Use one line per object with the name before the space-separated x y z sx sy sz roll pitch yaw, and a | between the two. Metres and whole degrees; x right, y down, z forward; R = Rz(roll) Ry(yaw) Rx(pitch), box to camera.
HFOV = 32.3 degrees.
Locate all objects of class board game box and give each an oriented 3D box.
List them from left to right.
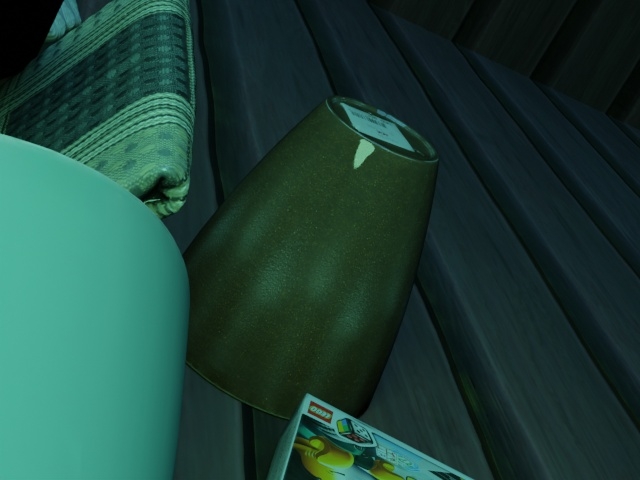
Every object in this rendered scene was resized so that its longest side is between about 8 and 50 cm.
board game box | 0.100 0.238 0.776 0.305 0.053 0.193 27 21 -3

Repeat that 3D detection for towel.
towel | -0.205 -0.015 0.664 0.056 0.324 0.312 52 13 -29

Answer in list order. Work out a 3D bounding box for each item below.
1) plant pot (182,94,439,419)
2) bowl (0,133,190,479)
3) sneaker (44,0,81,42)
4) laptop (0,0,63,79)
plant pot | 0.000 0.000 0.951 0.215 0.230 0.215 24 21 -10
bowl | -0.185 0.114 0.438 0.311 0.311 0.163 10 47 -40
sneaker | -0.347 -0.236 1.150 0.153 0.101 0.268 -18 10 2
laptop | -0.385 -0.171 0.633 0.408 0.236 0.382 -23 7 -18
